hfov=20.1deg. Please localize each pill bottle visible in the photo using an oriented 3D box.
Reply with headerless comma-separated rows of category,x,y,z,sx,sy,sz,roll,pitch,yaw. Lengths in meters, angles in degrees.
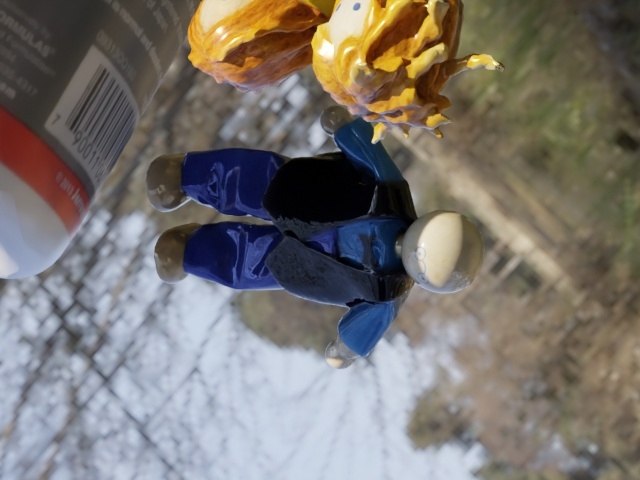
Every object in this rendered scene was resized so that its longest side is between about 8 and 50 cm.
pill bottle,-0.133,-0.183,0.841,0.210,0.363,0.210,25,164,8

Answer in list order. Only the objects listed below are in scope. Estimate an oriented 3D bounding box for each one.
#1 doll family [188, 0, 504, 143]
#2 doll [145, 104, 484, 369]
doll family,0.029,-0.109,0.495,0.118,0.163,0.263,37,166,-28
doll,0.000,0.000,0.854,0.189,0.129,0.046,5,-164,41
